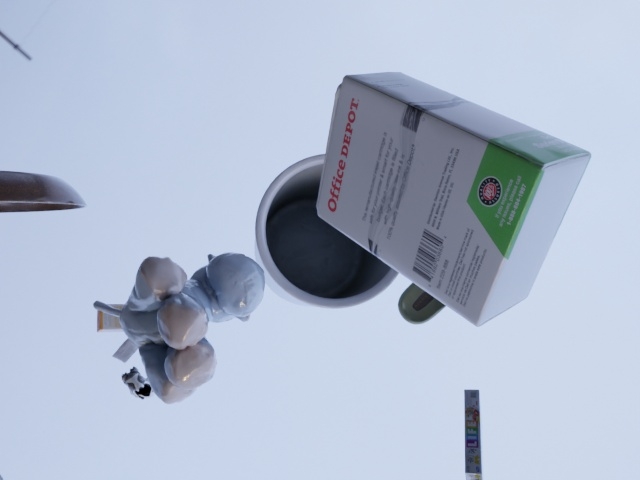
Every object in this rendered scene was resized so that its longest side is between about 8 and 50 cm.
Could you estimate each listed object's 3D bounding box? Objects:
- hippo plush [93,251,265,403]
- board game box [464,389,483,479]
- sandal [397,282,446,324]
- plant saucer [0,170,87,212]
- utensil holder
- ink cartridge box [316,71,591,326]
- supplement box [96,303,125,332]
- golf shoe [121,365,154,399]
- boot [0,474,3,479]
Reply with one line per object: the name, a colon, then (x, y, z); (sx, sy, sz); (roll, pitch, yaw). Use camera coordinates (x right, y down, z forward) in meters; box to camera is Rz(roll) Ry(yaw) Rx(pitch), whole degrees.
hippo plush: (-0.211, 0.140, 1.021); (0.294, 0.237, 0.234); (-33, -101, 47)
board game box: (0.260, 0.346, 0.969); (0.026, 0.103, 0.154); (-3, -140, 16)
sandal: (0.305, 0.079, 1.344); (0.120, 0.086, 0.302); (40, -93, 11)
plant saucer: (-0.510, -0.069, 0.841); (0.311, 0.311, 0.050); (0, -89, 33)
utensil holder: (0.000, 0.000, 1.362); (0.327, 0.328, 0.385); (-53, -177, -11)
ink cartridge box: (0.144, -0.068, 0.721); (0.122, 0.211, 0.289); (-18, -138, -39)
supplement box: (-0.475, 0.184, 1.358); (0.036, 0.099, 0.062); (-31, -120, 51)
golf shoe: (-0.588, 0.497, 1.897); (0.077, 0.198, 0.094); (-42, -120, -15)
boot: (-0.578, 0.195, 0.642); (0.146, 0.444, 0.367); (-19, -174, 7)
